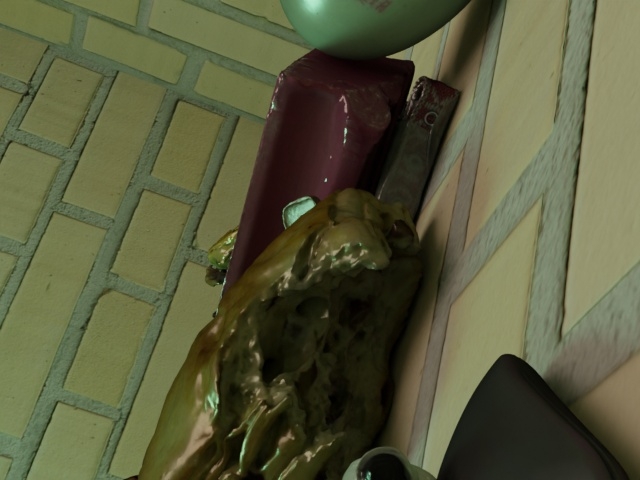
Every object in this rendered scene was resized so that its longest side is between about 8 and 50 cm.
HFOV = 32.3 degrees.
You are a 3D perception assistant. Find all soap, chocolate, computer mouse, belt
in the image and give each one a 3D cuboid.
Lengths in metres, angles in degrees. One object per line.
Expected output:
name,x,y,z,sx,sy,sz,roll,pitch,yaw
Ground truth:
soap,-0.006,-0.038,1.307,0.233,0.128,0.359,-54,-18,-66
chocolate,0.000,0.000,1.172,0.064,0.100,0.031,-31,-4,42
computer mouse,0.092,0.129,0.549,0.232,0.057,0.120,-105,35,-80
belt,0.087,-0.061,1.190,0.071,0.053,0.232,148,141,-84

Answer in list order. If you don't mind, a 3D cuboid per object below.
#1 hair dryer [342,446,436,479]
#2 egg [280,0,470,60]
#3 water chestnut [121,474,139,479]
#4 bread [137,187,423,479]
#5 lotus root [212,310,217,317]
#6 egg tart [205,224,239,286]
hair dryer,0.031,0.166,0.648,0.236,0.073,0.131,85,-161,-57
egg,0.096,-0.358,1.187,0.371,0.230,0.230,-51,14,25
water chestnut,-0.162,0.391,1.205,0.300,0.300,0.300,-160,90,-84
bread,-0.037,0.142,1.020,0.314,0.191,0.370,-85,17,-68
lotus root,-0.083,0.170,1.475,0.309,0.173,0.173,-80,11,-67
egg tart,-0.037,-0.012,1.592,0.297,0.132,0.297,-31,5,3
